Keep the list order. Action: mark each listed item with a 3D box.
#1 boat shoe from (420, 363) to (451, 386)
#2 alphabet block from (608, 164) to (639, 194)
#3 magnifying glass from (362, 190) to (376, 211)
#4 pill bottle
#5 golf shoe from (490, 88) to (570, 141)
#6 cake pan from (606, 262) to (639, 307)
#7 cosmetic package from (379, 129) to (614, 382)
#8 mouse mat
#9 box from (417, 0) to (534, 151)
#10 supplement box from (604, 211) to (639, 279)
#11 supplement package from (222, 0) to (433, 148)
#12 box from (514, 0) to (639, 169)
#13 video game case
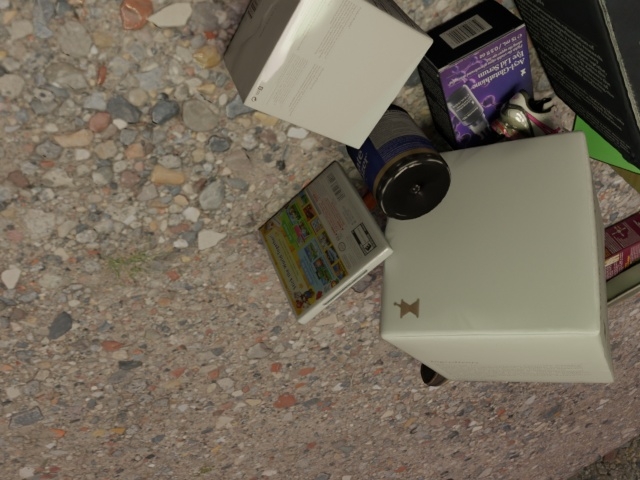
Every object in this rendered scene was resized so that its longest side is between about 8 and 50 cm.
[{"bbox_3d":[0.306,0.225,1.503,0.130,0.132,0.355,5,122,-15],"label":"boat shoe"},{"bbox_3d":[0.734,-0.206,1.205,0.192,0.193,0.197,-19,137,-8],"label":"alphabet block"},{"bbox_3d":[0.073,-0.052,1.188,0.092,0.026,0.231,23,122,-38],"label":"magnifying glass"},{"bbox_3d":[0.113,-0.145,0.969,0.123,0.219,0.122,-12,135,-13],"label":"pill bottle"},{"bbox_3d":[0.377,-0.193,0.994,0.186,0.067,0.086,10,125,-32],"label":"golf shoe"},{"bbox_3d":[0.863,0.100,1.595,0.293,0.054,0.293,-23,159,-9],"label":"cake pan"},{"bbox_3d":[0.332,0.062,1.071,0.327,0.329,0.394,-5,156,28],"label":"cosmetic package"},{"bbox_3d":[0.588,-0.205,1.162,0.007,0.190,0.152,-44,145,-27],"label":"mouse mat"},{"bbox_3d":[0.261,-0.265,0.999,0.153,0.108,0.207,-29,137,4],"label":"box"},{"bbox_3d":[0.760,0.021,1.519,0.188,0.081,0.104,-27,138,3],"label":"supplement box"},{"bbox_3d":[0.005,-0.273,0.846,0.203,0.149,0.194,15,124,-34],"label":"supplement package"},{"bbox_3d":[0.542,-0.426,0.827,0.480,0.297,0.472,-38,138,13],"label":"box"},{"bbox_3d":[0.000,0.000,1.055,0.206,0.227,0.026,-41,141,17],"label":"video game case"}]
